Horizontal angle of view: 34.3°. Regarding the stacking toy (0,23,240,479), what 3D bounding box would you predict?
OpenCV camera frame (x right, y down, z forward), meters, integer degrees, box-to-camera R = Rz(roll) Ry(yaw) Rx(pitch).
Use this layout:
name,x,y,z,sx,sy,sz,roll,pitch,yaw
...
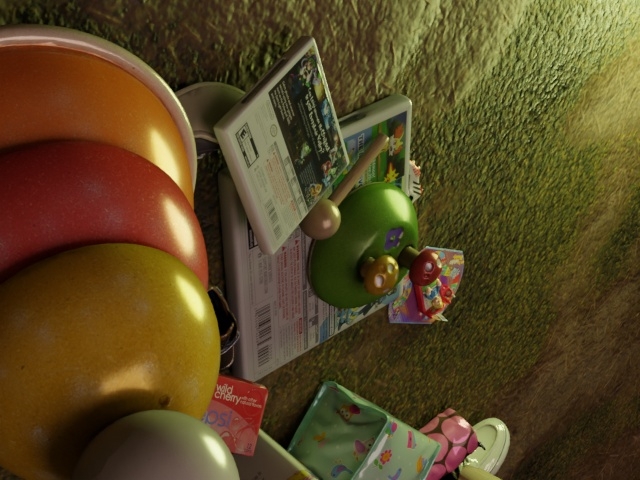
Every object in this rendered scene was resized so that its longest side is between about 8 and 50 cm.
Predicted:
name,x,y,z,sx,sy,sz,roll,pitch,yaw
stacking toy,-0.198,0.081,0.824,0.350,0.480,0.351,-17,135,-18

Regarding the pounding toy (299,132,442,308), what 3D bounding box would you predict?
name,x,y,z,sx,sy,sz,roll,pitch,yaw
pounding toy,0.080,0.009,1.345,0.183,0.110,0.237,-42,140,-19

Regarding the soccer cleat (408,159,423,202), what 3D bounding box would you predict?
name,x,y,z,sx,sy,sz,roll,pitch,yaw
soccer cleat,0.123,-0.082,1.449,0.036,0.029,0.083,-54,149,-23

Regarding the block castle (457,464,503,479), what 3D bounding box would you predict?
name,x,y,z,sx,sy,sz,roll,pitch,yaw
block castle,0.219,0.628,1.721,0.453,0.212,0.303,-37,139,-39

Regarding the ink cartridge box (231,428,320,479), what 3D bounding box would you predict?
name,x,y,z,sx,sy,sz,roll,pitch,yaw
ink cartridge box,-0.063,0.403,1.397,0.201,0.278,0.117,-50,145,-8

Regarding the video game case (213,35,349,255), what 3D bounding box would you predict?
name,x,y,z,sx,sy,sz,roll,pitch,yaw
video game case,-0.039,-0.107,1.183,0.173,0.022,0.190,-51,141,-31

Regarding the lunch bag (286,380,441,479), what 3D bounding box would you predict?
name,x,y,z,sx,sy,sz,roll,pitch,yaw
lunch bag,0.036,0.375,1.581,0.262,0.160,0.223,-60,143,-5

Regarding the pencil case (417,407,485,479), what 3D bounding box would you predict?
name,x,y,z,sx,sy,sz,roll,pitch,yaw
pencil case,0.181,0.387,1.796,0.209,0.095,0.098,-32,131,-24

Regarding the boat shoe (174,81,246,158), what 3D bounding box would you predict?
name,x,y,z,sx,sy,sz,roll,pitch,yaw
boat shoe,-0.151,-0.121,1.122,0.206,0.075,0.065,-19,172,-45

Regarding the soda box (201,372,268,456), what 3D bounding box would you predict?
name,x,y,z,sx,sy,sz,roll,pitch,yaw
soda box,-0.186,0.186,1.219,0.263,0.083,0.092,22,79,-43

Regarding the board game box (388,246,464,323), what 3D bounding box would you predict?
name,x,y,z,sx,sy,sz,roll,pitch,yaw
board game box,0.178,0.079,1.620,0.168,0.033,0.133,7,111,-49

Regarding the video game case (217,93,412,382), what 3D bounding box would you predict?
name,x,y,z,sx,sy,sz,roll,pitch,yaw
video game case,0.000,0.000,1.372,0.300,0.036,0.329,-27,133,-32

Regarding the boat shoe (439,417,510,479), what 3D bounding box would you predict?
name,x,y,z,sx,sy,sz,roll,pitch,yaw
boat shoe,0.247,0.420,1.888,0.258,0.095,0.084,-48,146,-12

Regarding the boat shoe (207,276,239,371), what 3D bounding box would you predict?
name,x,y,z,sx,sy,sz,roll,pitch,yaw
boat shoe,-0.138,0.108,1.274,0.066,0.066,0.183,-40,139,-20
